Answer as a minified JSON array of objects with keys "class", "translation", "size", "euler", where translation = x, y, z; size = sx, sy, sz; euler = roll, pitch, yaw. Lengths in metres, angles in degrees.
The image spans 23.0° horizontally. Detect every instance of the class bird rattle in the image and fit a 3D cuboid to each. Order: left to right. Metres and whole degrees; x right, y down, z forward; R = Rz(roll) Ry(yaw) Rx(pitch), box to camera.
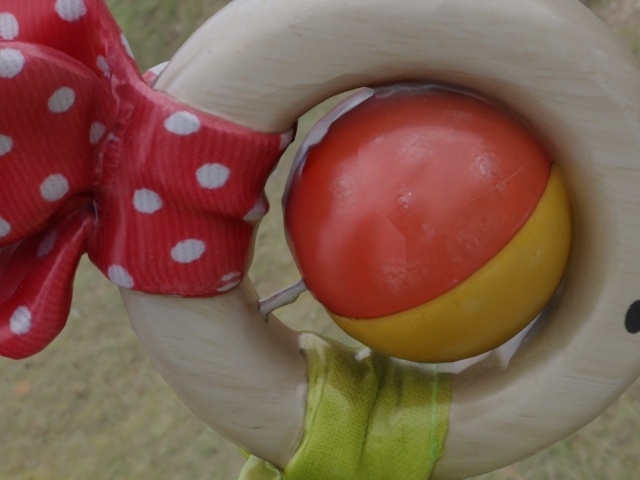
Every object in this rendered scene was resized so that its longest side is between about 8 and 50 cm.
[{"class":"bird rattle","translation":[0.000,0.000,0.458],"size":[0.207,0.253,0.143],"euler":[-31,13,11]}]
